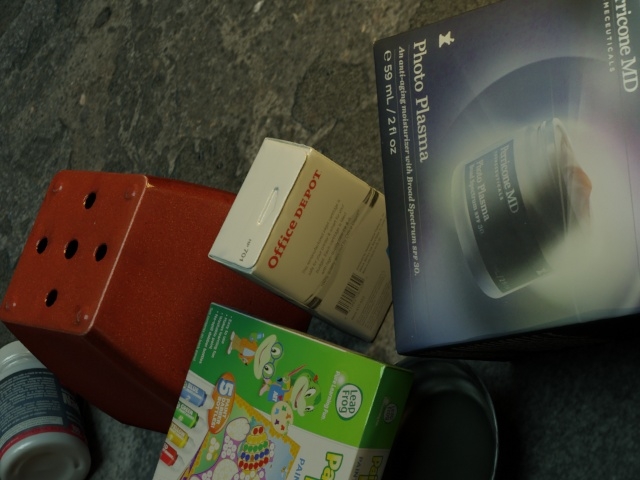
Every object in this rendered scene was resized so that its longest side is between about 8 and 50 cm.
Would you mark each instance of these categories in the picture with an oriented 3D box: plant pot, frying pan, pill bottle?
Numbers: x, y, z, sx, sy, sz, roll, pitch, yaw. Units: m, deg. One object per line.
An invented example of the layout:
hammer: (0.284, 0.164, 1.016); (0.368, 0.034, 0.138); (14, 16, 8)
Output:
plant pot: (-0.185, 0.054, 1.874); (0.267, 0.235, 0.267); (6, 71, 48)
frying pan: (0.107, 0.259, 1.581); (0.197, 0.053, 0.326); (-31, 56, 38)
pill bottle: (-0.339, 0.207, 2.041); (0.108, 0.108, 0.180); (-42, 42, 20)

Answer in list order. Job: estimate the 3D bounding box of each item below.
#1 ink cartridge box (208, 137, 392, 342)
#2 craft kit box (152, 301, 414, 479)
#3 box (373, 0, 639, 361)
ink cartridge box: (0.000, 0.000, 1.747); (0.082, 0.190, 0.140); (19, 80, 50)
craft kit box: (-0.048, 0.210, 1.681); (0.246, 0.061, 0.250); (16, 88, 39)
box: (0.216, -0.060, 1.505); (0.294, 0.182, 0.296); (-14, 76, 41)
